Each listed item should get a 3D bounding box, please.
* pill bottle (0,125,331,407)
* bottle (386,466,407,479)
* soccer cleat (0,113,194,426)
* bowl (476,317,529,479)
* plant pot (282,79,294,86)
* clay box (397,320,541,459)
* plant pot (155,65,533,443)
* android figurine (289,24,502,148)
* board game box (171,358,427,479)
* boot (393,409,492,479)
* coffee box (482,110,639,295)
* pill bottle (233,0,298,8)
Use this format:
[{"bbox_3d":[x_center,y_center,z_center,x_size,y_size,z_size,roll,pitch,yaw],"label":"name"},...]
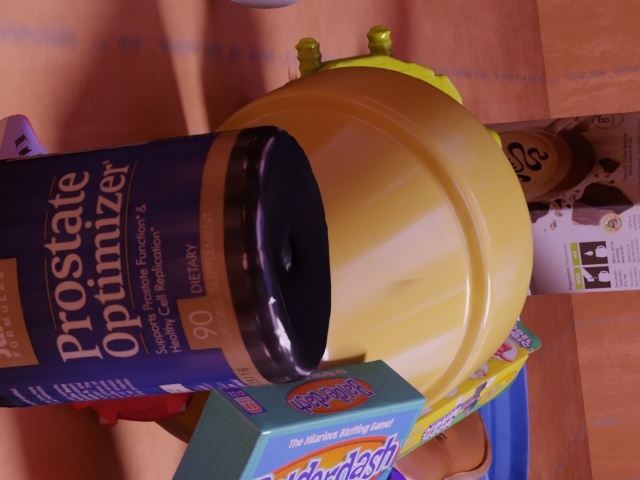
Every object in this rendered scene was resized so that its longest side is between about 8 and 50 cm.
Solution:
[{"bbox_3d":[-0.113,0.017,0.849,0.123,0.219,0.123,-7,90,-75],"label":"pill bottle"},{"bbox_3d":[0.067,0.329,1.493,0.092,0.118,0.283,-80,148,-69],"label":"bottle"},{"bbox_3d":[-0.135,0.027,1.041,0.248,0.083,0.095,58,25,-52],"label":"soccer cleat"},{"bbox_3d":[0.182,0.154,2.141,0.391,0.077,0.391,-7,90,-75],"label":"bowl"},{"bbox_3d":[-0.017,-0.086,1.494,0.083,0.081,0.081,45,35,-15],"label":"plant pot"},{"bbox_3d":[0.080,0.103,1.525,0.222,0.127,0.053,-24,148,-44],"label":"clay box"},{"bbox_3d":[-0.015,0.026,1.206,0.239,0.254,0.254,-30,114,-56],"label":"plant pot"},{"bbox_3d":[0.039,-0.034,1.427,0.056,0.248,0.273,-167,-116,-69],"label":"android figurine"},{"bbox_3d":[-0.038,0.177,1.074,0.160,0.047,0.210,-5,126,-50],"label":"board game box"},{"bbox_3d":[0.086,0.165,1.781,0.283,0.109,0.220,-58,135,-55],"label":"boot"},{"bbox_3d":[0.205,-0.035,1.883,0.168,0.297,0.119,-79,160,-50],"label":"coffee box"},{"bbox_3d":[-0.043,-0.291,1.442,0.108,0.108,0.193,57,31,-59],"label":"pill bottle"}]
